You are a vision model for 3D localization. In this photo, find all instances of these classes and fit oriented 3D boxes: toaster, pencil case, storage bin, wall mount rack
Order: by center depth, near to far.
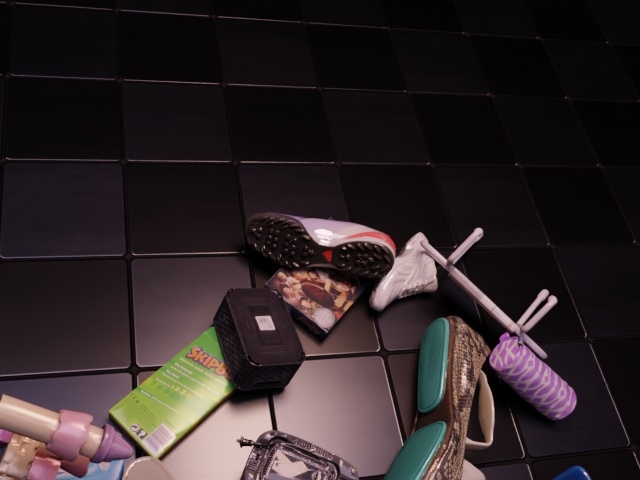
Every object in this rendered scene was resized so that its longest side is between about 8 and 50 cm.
[{"bbox_3d":[-0.054,0.419,1.279,0.227,0.146,0.129,24,52,0],"label":"toaster"},{"bbox_3d":[-0.119,0.185,1.435,0.122,0.084,0.180,1,48,-31],"label":"storage bin"},{"bbox_3d":[0.427,0.276,1.514,0.206,0.086,0.088,44,28,-20],"label":"pencil case"},{"bbox_3d":[0.381,0.086,1.611,0.350,0.304,0.130,44,95,9],"label":"wall mount rack"}]

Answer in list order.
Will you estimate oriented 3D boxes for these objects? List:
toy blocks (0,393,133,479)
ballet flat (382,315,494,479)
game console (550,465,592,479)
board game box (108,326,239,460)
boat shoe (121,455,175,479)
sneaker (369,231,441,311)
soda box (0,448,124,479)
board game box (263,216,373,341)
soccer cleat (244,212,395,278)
[{"bbox_3d":[-0.392,0.399,1.060,0.260,0.309,0.289,26,59,-21],"label":"toy blocks"},{"bbox_3d":[0.242,0.361,1.412,0.182,0.164,0.483,33,50,-11],"label":"ballet flat"},{"bbox_3d":[0.478,0.531,1.264,0.250,0.293,0.173,17,53,-5],"label":"game console"},{"bbox_3d":[-0.249,0.278,1.391,0.124,0.039,0.259,42,57,13],"label":"board game box"},{"bbox_3d":[-0.248,0.516,1.204,0.112,0.095,0.335,-13,55,-27],"label":"boat shoe"},{"bbox_3d":[0.196,0.082,1.624,0.115,0.090,0.232,39,56,8],"label":"sneaker"},{"bbox_3d":[-0.435,0.382,1.242,0.210,0.071,0.067,13,54,-7],"label":"soda box"},{"bbox_3d":[0.014,0.077,1.601,0.165,0.042,0.243,36,54,10],"label":"board game box"},{"bbox_3d":[0.000,0.000,1.574,0.318,0.109,0.116,11,23,3],"label":"soccer cleat"}]
